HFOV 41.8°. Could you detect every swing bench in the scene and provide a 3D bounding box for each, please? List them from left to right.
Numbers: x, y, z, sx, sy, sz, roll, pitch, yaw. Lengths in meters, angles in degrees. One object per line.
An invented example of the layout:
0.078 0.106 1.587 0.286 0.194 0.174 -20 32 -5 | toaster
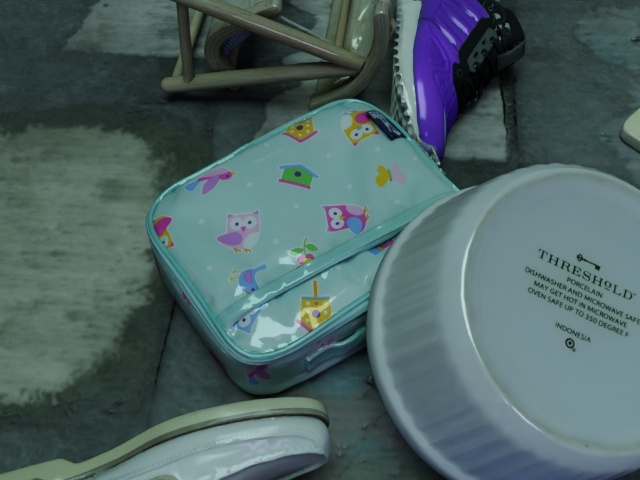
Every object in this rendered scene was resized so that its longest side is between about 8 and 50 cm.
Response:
-0.037 -0.294 0.959 0.254 0.165 0.253 8 55 2 | swing bench

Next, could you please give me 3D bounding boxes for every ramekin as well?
0.180 0.065 0.654 0.272 0.127 0.273 5 72 -14 | ramekin

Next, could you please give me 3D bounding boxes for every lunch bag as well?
0.000 0.000 0.777 0.279 0.108 0.224 -29 58 -17 | lunch bag

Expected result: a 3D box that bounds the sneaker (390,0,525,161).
0.152 -0.201 0.916 0.146 0.102 0.294 3 55 4 | sneaker

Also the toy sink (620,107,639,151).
0.447 -0.124 0.828 0.152 0.131 0.234 -36 60 -21 | toy sink

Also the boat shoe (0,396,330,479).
-0.128 0.210 0.643 0.302 0.113 0.103 -19 57 2 | boat shoe
